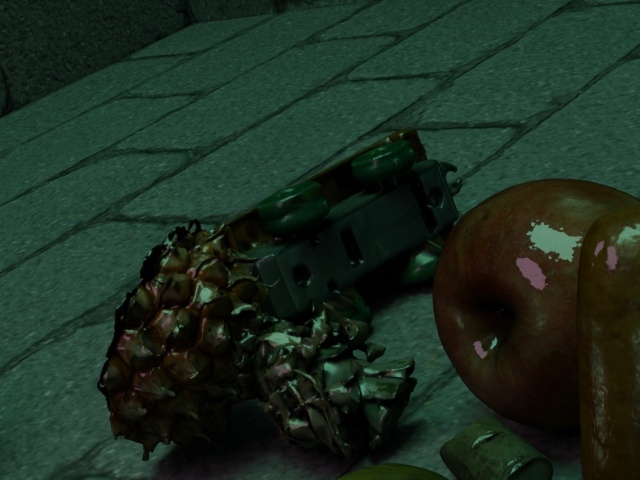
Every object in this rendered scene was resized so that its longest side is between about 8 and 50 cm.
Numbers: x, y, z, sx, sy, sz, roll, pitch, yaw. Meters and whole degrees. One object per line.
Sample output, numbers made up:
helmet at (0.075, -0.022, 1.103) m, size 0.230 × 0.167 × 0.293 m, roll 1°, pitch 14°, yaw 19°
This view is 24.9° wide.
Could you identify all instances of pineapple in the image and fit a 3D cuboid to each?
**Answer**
pineapple at (-0.043, 0.135, 1.455) m, size 0.272 × 0.262 × 0.262 m, roll 17°, pitch 31°, yaw 19°

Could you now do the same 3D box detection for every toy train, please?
toy train at (0.000, 0.000, 1.799) m, size 0.429 × 0.178 × 0.249 m, roll -29°, pitch 13°, yaw -34°

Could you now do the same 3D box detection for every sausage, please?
sausage at (0.250, 0.106, 1.136) m, size 0.109 × 0.270 × 0.109 m, roll -3°, pitch 15°, yaw 1°

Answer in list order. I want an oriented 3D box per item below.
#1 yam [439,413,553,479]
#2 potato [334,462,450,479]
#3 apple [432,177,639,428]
yam at (0.152, 0.194, 1.275) m, size 0.070 × 0.069 × 0.146 m, roll -21°, pitch 21°, yaw -13°
potato at (0.045, 0.257, 1.087) m, size 0.169 × 0.143 × 0.248 m, roll 28°, pitch 26°, yaw 8°
apple at (0.236, 0.053, 1.354) m, size 0.254 × 0.253 × 0.253 m, roll -15°, pitch 19°, yaw 5°
